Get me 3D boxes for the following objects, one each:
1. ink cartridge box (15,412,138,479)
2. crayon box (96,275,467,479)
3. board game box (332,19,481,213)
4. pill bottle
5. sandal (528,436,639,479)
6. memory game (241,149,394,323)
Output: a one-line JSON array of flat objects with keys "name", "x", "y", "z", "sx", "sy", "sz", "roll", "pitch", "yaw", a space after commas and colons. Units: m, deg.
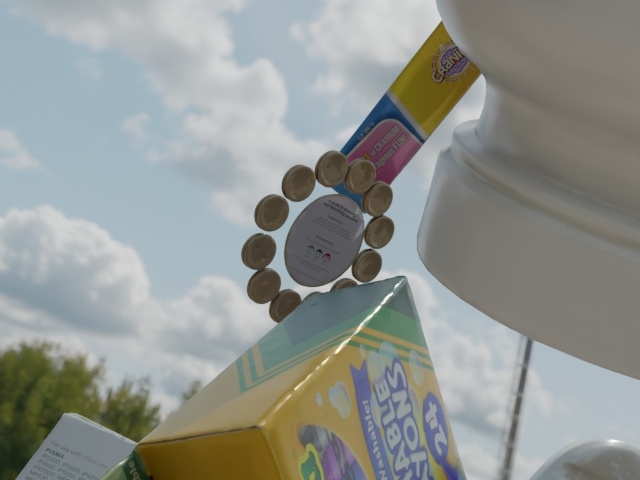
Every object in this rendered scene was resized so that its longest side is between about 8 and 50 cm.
[{"name": "ink cartridge box", "x": -0.312, "y": 0.436, "z": 1.330, "sx": 0.160, "sy": 0.384, "sz": 0.279, "roll": 19, "pitch": -38, "yaw": 17}, {"name": "crayon box", "x": 0.002, "y": 0.166, "z": 0.700, "sx": 0.083, "sy": 0.203, "sz": 0.323, "roll": -13, "pitch": 10, "yaw": 24}, {"name": "board game box", "x": 0.143, "y": -0.196, "z": 1.237, "sx": 0.064, "sy": 0.316, "sz": 0.242, "roll": 39, "pitch": 27, "yaw": 0}, {"name": "pill bottle", "x": 0.175, "y": -0.159, "z": 0.419, "sx": 0.229, "sy": 0.407, "sz": 0.229, "roll": 15, "pitch": 18, "yaw": -5}, {"name": "sandal", "x": 0.127, "y": 0.334, "z": 0.930, "sx": 0.169, "sy": 0.416, "sz": 0.102, "roll": 46, "pitch": -7, "yaw": -9}, {"name": "memory game", "x": 0.000, "y": 0.000, "z": 1.135, "sx": 0.186, "sy": 0.186, "sz": 0.012, "roll": 30, "pitch": 1, "yaw": -44}]
